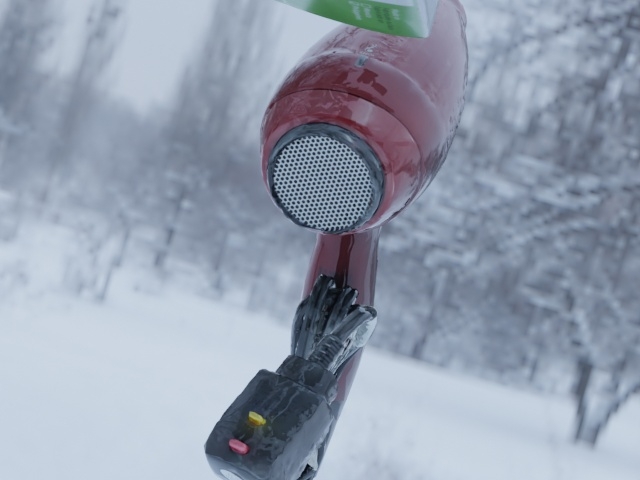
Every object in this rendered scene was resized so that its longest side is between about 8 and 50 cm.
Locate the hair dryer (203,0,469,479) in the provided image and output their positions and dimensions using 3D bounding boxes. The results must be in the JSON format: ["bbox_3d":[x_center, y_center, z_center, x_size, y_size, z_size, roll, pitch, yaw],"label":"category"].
[{"bbox_3d":[0.000,0.000,0.880,0.080,0.293,0.223,23,-18,4],"label":"hair dryer"}]

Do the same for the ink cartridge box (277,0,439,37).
[{"bbox_3d":[0.033,-0.186,0.658,0.062,0.209,0.109,15,-8,8],"label":"ink cartridge box"}]
